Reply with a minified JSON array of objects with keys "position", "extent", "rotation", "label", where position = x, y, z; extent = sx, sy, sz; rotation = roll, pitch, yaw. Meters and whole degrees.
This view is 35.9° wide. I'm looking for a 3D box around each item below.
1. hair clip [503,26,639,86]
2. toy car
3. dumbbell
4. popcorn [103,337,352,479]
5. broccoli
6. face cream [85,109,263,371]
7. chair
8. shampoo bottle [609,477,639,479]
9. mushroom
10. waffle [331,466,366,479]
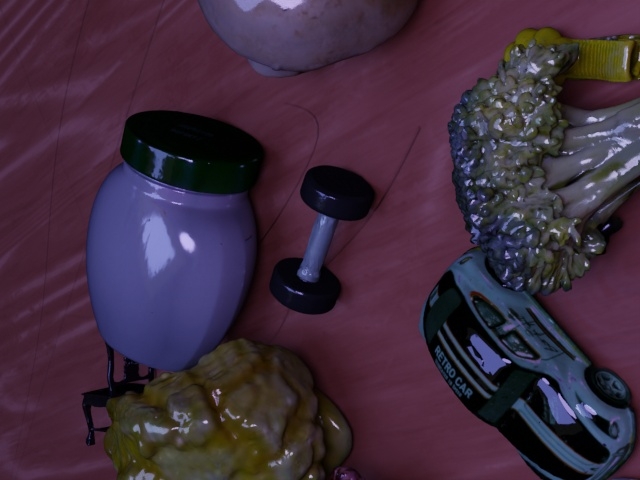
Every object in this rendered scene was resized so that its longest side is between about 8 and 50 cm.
[{"position":[0.270,-0.195,1.075],"extent":[0.173,0.046,0.072],"rotation":[15,109,46],"label":"hair clip"},{"position":[0.217,0.148,1.129],"extent":[0.305,0.125,0.136],"rotation":[54,130,29],"label":"toy car"},{"position":[0.000,0.000,1.358],"extent":[0.100,0.100,0.191],"rotation":[40,124,36],"label":"dumbbell"},{"position":[-0.140,0.306,1.416],"extent":[0.334,0.294,0.292],"rotation":[-42,67,46],"label":"popcorn"},{"position":[0.259,-0.082,1.009],"extent":[0.243,0.247,0.262],"rotation":[-24,44,30],"label":"broccoli"},{"position":[-0.230,0.000,1.520],"extent":[0.312,0.220,0.356],"rotation":[36,120,38],"label":"face cream"},{"position":[-0.362,0.254,1.790],"extent":[0.113,0.106,0.229],"rotation":[-3,92,46],"label":"chair"},{"position":[0.339,0.307,1.078],"extent":[0.072,0.043,0.099],"rotation":[20,110,42],"label":"shampoo bottle"},{"position":[-0.014,-0.324,1.254],"extent":[0.290,0.293,0.292],"rotation":[90,155,-69],"label":"mushroom"},{"position":[0.080,0.401,1.289],"extent":[0.234,0.056,0.221],"rotation":[62,168,-2],"label":"waffle"}]
